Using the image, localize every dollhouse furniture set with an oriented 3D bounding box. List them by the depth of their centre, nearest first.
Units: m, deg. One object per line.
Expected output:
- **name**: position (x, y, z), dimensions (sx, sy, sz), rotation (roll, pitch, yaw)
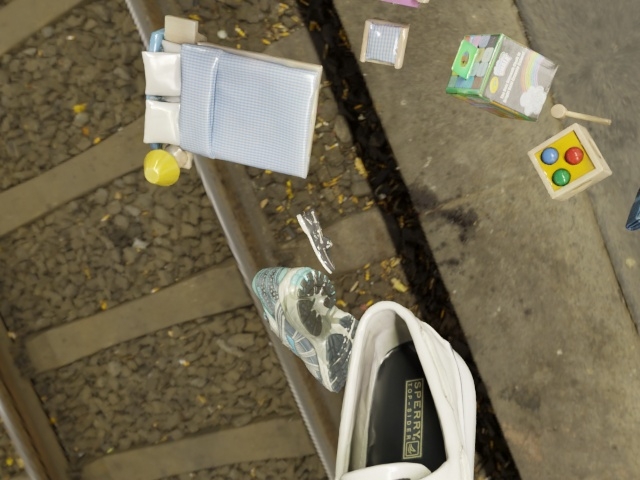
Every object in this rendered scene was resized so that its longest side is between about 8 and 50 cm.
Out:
- **dollhouse furniture set**: position (-0.062, -0.152, 0.656), dimensions (0.286, 0.198, 0.303), rotation (16, 120, 9)

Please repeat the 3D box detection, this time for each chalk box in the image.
- **chalk box**: position (0.359, -0.348, 1.400), dimensions (0.213, 0.132, 0.132), rotation (17, 97, -26)

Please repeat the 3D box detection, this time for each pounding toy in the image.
- **pounding toy**: position (0.573, -0.225, 1.529), dimensions (0.181, 0.094, 0.206), rotation (-34, 70, 32)

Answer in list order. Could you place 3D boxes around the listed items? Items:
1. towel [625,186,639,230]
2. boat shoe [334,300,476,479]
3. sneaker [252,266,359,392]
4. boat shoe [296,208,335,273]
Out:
- **towel**: position (0.700, -0.081, 1.452), dimensions (0.029, 0.067, 0.119), rotation (26, 76, 3)
- **boat shoe**: position (0.048, 0.152, 0.371), dimensions (0.096, 0.267, 0.088), rotation (-16, 133, 28)
- **sneaker**: position (-0.019, 0.136, 1.081), dimensions (0.122, 0.110, 0.283), rotation (13, 142, 34)
- **boat shoe**: position (0.000, 0.000, 1.229), dimensions (0.038, 0.046, 0.125), rotation (-29, 78, 2)
